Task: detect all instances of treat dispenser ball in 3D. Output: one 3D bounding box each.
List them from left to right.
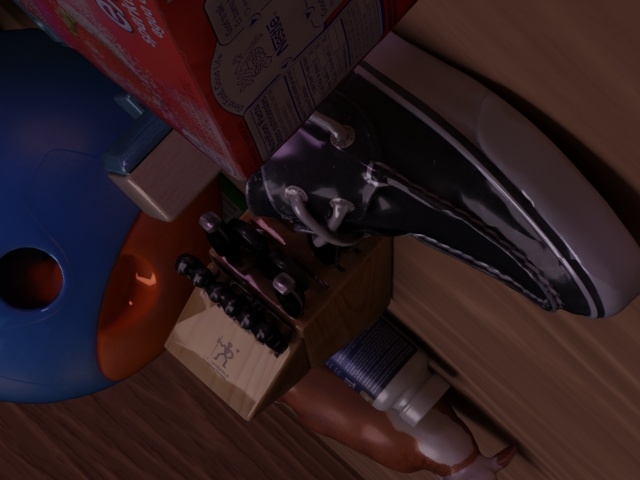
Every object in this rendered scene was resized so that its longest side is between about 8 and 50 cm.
[{"bbox_3d":[-0.218,-0.019,1.108,0.288,0.288,0.288,40,170,9],"label":"treat dispenser ball"}]

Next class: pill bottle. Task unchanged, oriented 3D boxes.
[{"bbox_3d":[0.051,0.104,1.243,0.120,0.067,0.067,41,170,8],"label":"pill bottle"}]

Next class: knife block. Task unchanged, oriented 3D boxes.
[{"bbox_3d":[0.000,0.000,1.016,0.088,0.242,0.276,41,-145,12],"label":"knife block"}]

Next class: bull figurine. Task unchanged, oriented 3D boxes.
[{"bbox_3d":[0.043,0.154,1.345,0.310,0.101,0.188,37,171,-4],"label":"bull figurine"}]

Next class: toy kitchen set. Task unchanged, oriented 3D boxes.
[{"bbox_3d":[-0.127,-0.116,0.832,0.166,0.122,0.207,45,169,-18],"label":"toy kitchen set"}]

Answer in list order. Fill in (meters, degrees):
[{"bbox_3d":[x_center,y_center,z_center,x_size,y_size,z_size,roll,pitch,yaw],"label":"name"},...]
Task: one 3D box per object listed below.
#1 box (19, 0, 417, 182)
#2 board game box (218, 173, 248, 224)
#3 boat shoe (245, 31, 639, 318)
[{"bbox_3d":[-0.045,-0.140,0.407,0.122,0.128,0.257,38,170,19],"label":"box"},{"bbox_3d":[-0.195,-0.081,1.407,0.242,0.064,0.316,44,170,-10],"label":"board game box"},{"bbox_3d":[0.010,-0.044,0.672,0.301,0.102,0.108,39,170,18],"label":"boat shoe"}]
